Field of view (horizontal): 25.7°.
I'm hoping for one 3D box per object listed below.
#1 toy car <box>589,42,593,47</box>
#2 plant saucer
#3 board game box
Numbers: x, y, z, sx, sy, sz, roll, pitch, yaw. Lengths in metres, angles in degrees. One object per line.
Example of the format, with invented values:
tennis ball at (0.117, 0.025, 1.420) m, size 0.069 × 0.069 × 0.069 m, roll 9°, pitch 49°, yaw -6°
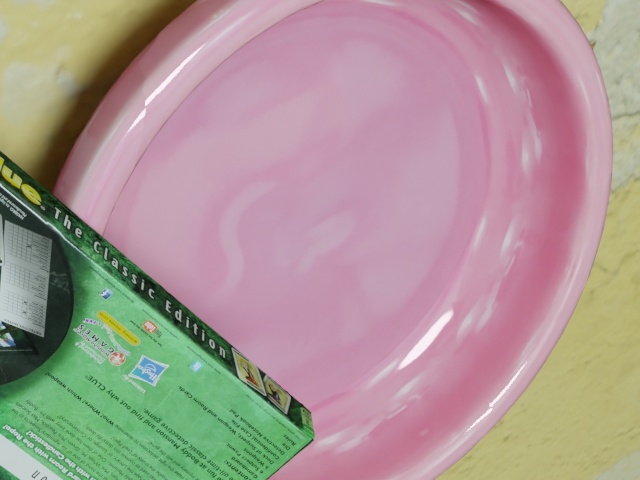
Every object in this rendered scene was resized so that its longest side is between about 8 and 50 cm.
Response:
toy car at (0.142, -0.121, 0.794) m, size 0.040 × 0.060 × 0.122 m, roll 42°, pitch 65°, yaw -1°
plant saucer at (0.000, 0.000, 0.713) m, size 0.332 × 0.084 × 0.332 m, roll -18°, pitch 126°, yaw -27°
board game box at (-0.139, 0.043, 0.582) m, size 0.136 × 0.030 × 0.259 m, roll -42°, pitch 112°, yaw 12°
